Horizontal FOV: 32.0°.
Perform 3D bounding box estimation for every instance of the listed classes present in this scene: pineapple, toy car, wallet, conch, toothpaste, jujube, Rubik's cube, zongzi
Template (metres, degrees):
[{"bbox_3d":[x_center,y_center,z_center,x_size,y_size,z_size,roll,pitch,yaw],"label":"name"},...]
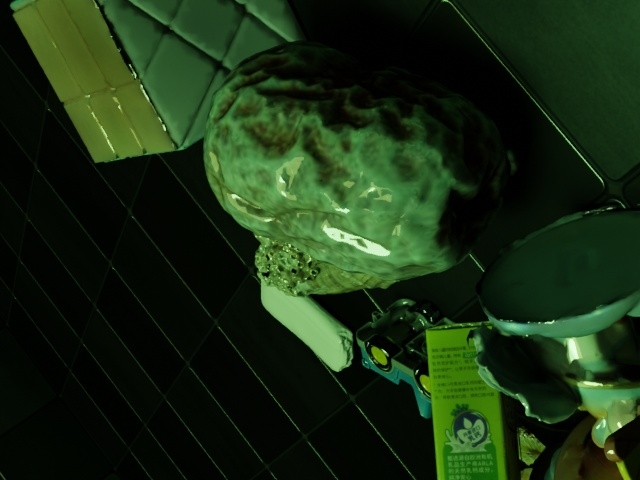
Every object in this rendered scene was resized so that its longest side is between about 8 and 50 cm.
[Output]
[{"bbox_3d":[0.255,0.247,1.367,0.045,0.019,0.083,45,153,13],"label":"pineapple"},{"bbox_3d":[0.135,0.151,1.365,0.191,0.097,0.100,26,141,42],"label":"toy car"},{"bbox_3d":[-0.021,0.115,1.634,0.190,0.033,0.095,40,150,26],"label":"wallet"},{"bbox_3d":[0.000,0.000,1.410,0.245,0.163,0.178,23,174,19],"label":"conch"},{"bbox_3d":[0.171,0.251,1.193,0.077,0.110,0.327,-7,82,19],"label":"toothpaste"},{"bbox_3d":[0.034,-0.081,1.140,0.317,0.226,0.226,19,137,28],"label":"jujube"},{"bbox_3d":[-0.182,-0.241,1.298,0.224,0.231,0.221,-1,120,55],"label":"Rubik's cube"},{"bbox_3d":[0.253,0.172,1.260,0.104,0.052,0.113,36,137,27],"label":"zongzi"}]

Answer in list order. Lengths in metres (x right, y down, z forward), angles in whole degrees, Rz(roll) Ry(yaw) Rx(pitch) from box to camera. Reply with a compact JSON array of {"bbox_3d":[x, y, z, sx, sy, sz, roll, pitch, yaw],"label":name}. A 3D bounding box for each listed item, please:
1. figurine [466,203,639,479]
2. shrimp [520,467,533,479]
[{"bbox_3d":[0.267,0.191,1.063,0.248,0.277,0.388,-14,116,25],"label":"figurine"},{"bbox_3d":[0.262,0.328,1.426,0.190,0.042,0.101,15,112,51],"label":"shrimp"}]
